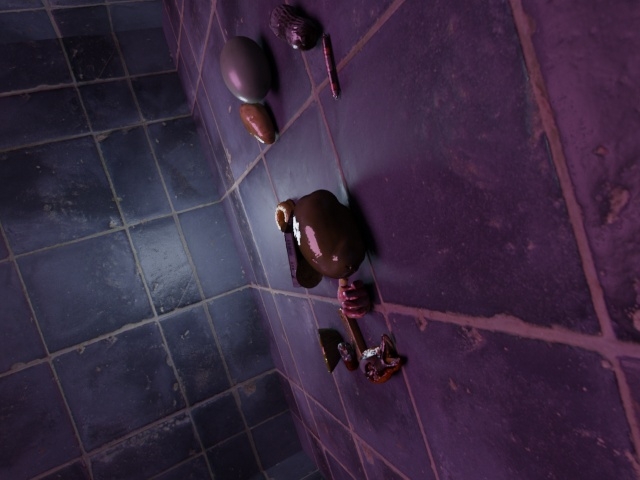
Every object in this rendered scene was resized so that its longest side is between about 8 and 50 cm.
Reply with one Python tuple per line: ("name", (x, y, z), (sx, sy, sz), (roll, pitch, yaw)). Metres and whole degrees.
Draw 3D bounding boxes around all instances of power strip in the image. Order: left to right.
("power strip", (0.142, 0.400, 1.741), (0.305, 0.044, 0.064), (69, 159, 7))

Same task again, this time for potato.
("potato", (-0.285, -0.551, 1.890), (0.235, 0.128, 0.161), (49, 165, 35))
("potato", (0.024, -0.017, 1.441), (0.326, 0.221, 0.243), (63, 155, 7))

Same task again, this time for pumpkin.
("pumpkin", (0.055, 0.520, 1.986), (0.217, 0.110, 0.217), (159, 90, -81))

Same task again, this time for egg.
("egg", (-0.308, -0.707, 1.691), (0.203, 0.203, 0.283), (142, 112, -67))

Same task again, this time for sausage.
("sausage", (0.031, -0.537, 1.263), (0.028, 0.025, 0.198), (-3, 108, 35))

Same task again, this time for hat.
("hat", (-0.065, 0.147, 1.881), (0.067, 0.146, 0.146), (-3, 105, 59))

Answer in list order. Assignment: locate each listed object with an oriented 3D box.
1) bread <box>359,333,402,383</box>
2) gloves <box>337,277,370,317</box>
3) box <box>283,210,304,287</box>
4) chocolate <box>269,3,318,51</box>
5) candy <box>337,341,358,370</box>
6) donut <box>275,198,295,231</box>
("bread", (0.230, 0.454, 1.533), (0.139, 0.095, 0.269), (59, 141, 23))
("gloves", (0.127, 0.209, 1.527), (0.241, 0.126, 0.145), (109, 161, -61))
("box", (-0.114, 0.042, 1.904), (0.180, 0.047, 0.325), (-80, -13, -51))
("chocolate", (-0.088, -0.688, 1.321), (0.248, 0.110, 0.110), (52, 152, 33))
("candy", (0.125, 0.515, 1.805), (0.292, 0.059, 0.086), (70, 175, -51))
("donut", (-0.171, -0.124, 2.014), (0.146, 0.078, 0.181), (68, 155, 13))
